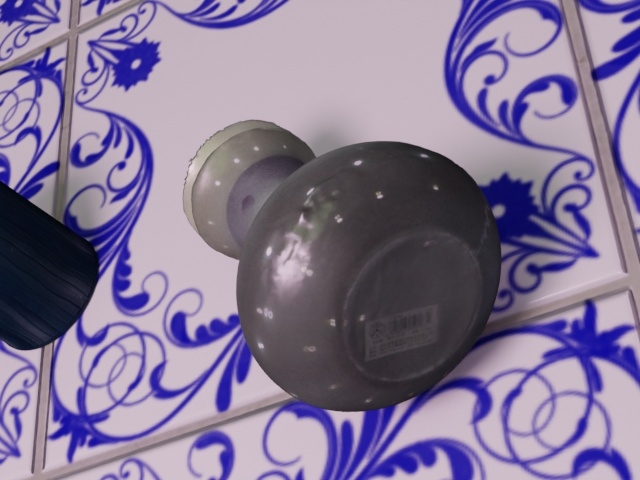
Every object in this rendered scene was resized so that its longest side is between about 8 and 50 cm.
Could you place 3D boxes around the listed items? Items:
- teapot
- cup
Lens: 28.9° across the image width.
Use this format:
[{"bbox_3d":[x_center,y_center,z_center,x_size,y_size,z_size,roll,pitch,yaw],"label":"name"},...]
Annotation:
[{"bbox_3d":[0.000,0.000,0.858,0.183,0.183,0.251,-50,34,-3],"label":"teapot"},{"bbox_3d":[-0.291,0.018,1.057,0.150,0.138,0.113,-18,52,24],"label":"cup"}]
